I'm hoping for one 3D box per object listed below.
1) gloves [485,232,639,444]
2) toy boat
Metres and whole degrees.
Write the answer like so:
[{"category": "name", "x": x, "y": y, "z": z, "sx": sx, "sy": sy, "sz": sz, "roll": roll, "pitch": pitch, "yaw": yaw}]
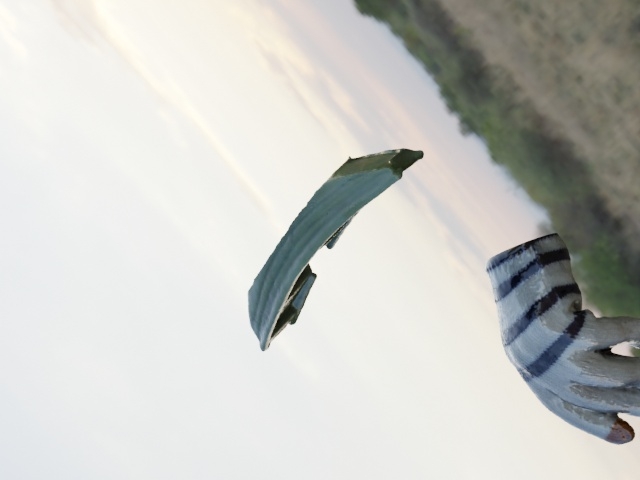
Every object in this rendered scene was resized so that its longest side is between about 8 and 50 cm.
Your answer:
[{"category": "gloves", "x": 0.250, "y": 0.107, "z": 1.160, "sx": 0.131, "sy": 0.140, "sz": 0.218, "roll": -13, "pitch": -102, "yaw": -37}, {"category": "toy boat", "x": 0.000, "y": 0.000, "z": 1.073, "sx": 0.055, "sy": 0.293, "sz": 0.093, "roll": 41, "pitch": -134, "yaw": 5}]
